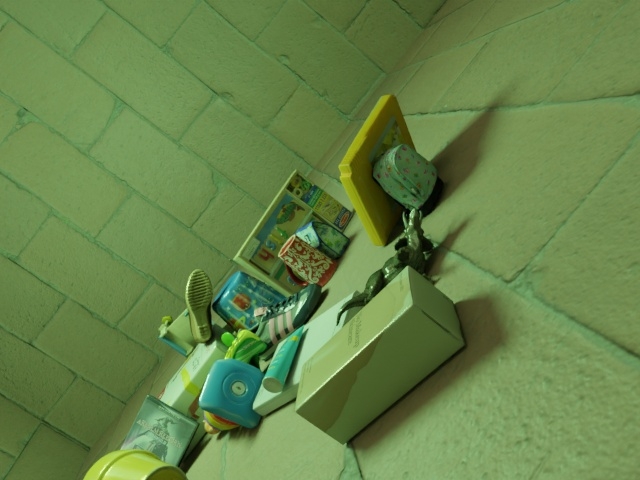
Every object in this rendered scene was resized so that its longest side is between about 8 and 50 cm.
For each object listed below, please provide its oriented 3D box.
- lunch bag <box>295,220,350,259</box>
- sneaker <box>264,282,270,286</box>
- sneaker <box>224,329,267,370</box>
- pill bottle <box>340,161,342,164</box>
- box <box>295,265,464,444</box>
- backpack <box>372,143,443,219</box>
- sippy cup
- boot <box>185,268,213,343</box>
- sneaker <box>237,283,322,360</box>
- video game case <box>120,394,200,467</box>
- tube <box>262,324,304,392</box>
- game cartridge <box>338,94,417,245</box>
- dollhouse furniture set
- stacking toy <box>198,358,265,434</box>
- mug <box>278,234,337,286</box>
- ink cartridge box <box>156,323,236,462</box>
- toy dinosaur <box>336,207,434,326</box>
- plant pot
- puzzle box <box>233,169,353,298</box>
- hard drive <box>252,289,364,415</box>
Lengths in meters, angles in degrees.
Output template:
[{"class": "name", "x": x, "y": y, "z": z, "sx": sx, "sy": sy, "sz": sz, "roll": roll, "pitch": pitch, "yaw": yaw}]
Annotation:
[{"class": "lunch bag", "x": 0.000, "y": 0.000, "z": 1.847, "sx": 0.129, "sy": 0.151, "sz": 0.096, "roll": -29, "pitch": 26, "yaw": 58}, {"class": "sneaker", "x": -0.174, "y": 0.145, "z": 2.218, "sx": 0.217, "sy": 0.079, "sz": 0.121, "roll": -41, "pitch": 18, "yaw": 44}, {"class": "sneaker", "x": -0.248, "y": 0.419, "z": 1.665, "sx": 0.109, "sy": 0.124, "sz": 0.295, "roll": -42, "pitch": -25, "yaw": -74}, {"class": "pill bottle", "x": 0.174, "y": -0.330, "z": 2.226, "sx": 0.193, "sy": 0.108, "sz": 0.108, "roll": -41, "pitch": 17, "yaw": 42}, {"class": "box", "x": 0.101, "y": 0.210, "z": 0.999, "sx": 0.311, "sy": 0.121, "sz": 0.148, "roll": -47, "pitch": 13, "yaw": 21}, {"class": "backpack", "x": 0.228, "y": -0.163, "z": 1.429, "sx": 0.115, "sy": 0.182, "sz": 0.152, "roll": -38, "pitch": 18, "yaw": 47}, {"class": "sippy cup", "x": -0.244, "y": 0.230, "z": 1.910, "sx": 0.240, "sy": 0.224, "sz": 0.305, "roll": -50, "pitch": 12, "yaw": 5}, {"class": "boot", "x": -0.423, "y": 0.229, "z": 1.888, "sx": 0.207, "sy": 0.090, "sz": 0.248, "roll": 158, "pitch": 107, "yaw": -70}, {"class": "sneaker", "x": -0.131, "y": 0.235, "z": 1.710, "sx": 0.319, "sy": 0.131, "sz": 0.112, "roll": -49, "pitch": 13, "yaw": 14}, {"class": "video game case", "x": -0.519, "y": 0.652, "z": 1.712, "sx": 0.274, "sy": 0.196, "sz": 0.026, "roll": -65, "pitch": -15, "yaw": -3}, {"class": "tube", "x": -0.091, "y": 0.298, "z": 1.398, "sx": 0.080, "sy": 0.052, "sz": 0.207, "roll": -37, "pitch": 14, "yaw": 29}, {"class": "game cartridge", "x": 0.177, "y": -0.194, "z": 1.524, "sx": 0.053, "sy": 0.285, "sz": 0.323, "roll": 2, "pitch": 48, "yaw": 35}, {"class": "dollhouse furniture set", "x": -0.422, "y": 0.310, "z": 2.133, "sx": 0.286, "sy": 0.303, "sz": 0.198, "roll": -45, "pitch": 16, "yaw": 29}, {"class": "stacking toy", "x": -0.273, "y": 0.483, "z": 1.566, "sx": 0.165, "sy": 0.175, "sz": 0.301, "roll": -73, "pitch": 10, "yaw": -45}, {"class": "mug", "x": -0.056, "y": 0.080, "z": 1.783, "sx": 0.150, "sy": 0.169, "sz": 0.113, "roll": -49, "pitch": 14, "yaw": 11}, {"class": "ink cartridge box", "x": -0.414, "y": 0.507, "z": 1.889, "sx": 0.384, "sy": 0.160, "sz": 0.279, "roll": -52, "pitch": 13, "yaw": -1}, {"class": "toy dinosaur", "x": 0.162, "y": 0.085, "z": 1.216, "sx": 0.313, "sy": 0.121, "sz": 0.160, "roll": -55, "pitch": 0, "yaw": 8}, {"class": "plant pot", "x": -0.490, "y": 0.701, "z": 1.497, "sx": 0.239, "sy": 0.254, "sz": 0.254, "roll": -21, "pitch": 30, "yaw": 39}, {"class": "puzzle box", "x": -0.085, "y": -0.017, "z": 1.925, "sx": 0.408, "sy": 0.272, "sz": 0.052, "roll": -60, "pitch": 14, "yaw": -26}, {"class": "hard drive", "x": -0.032, "y": 0.292, "z": 1.406, "sx": 0.353, "sy": 0.047, "sz": 0.233, "roll": -41, "pitch": 17, "yaw": 41}]
